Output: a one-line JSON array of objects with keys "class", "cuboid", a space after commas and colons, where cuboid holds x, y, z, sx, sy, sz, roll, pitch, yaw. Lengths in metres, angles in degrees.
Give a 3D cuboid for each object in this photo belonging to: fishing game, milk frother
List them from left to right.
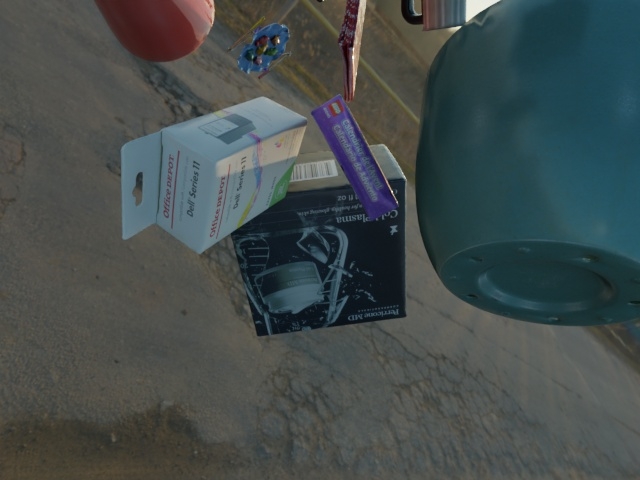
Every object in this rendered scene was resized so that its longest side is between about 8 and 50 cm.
[{"class": "fishing game", "cuboid": [-0.162, -0.562, 1.247, 0.041, 0.189, 0.264, 55, 8, 4]}, {"class": "milk frother", "cuboid": [0.234, -0.471, 0.780, 0.143, 0.134, 0.129, -23, 30, -28]}]

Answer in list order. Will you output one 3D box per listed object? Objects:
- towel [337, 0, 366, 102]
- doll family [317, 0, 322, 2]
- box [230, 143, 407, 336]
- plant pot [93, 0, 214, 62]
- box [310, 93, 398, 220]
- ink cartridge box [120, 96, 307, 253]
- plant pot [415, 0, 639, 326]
[{"class": "towel", "cuboid": [0.065, -0.429, 0.781, 0.199, 0.031, 0.274, 57, 40, -81]}, {"class": "doll family", "cuboid": [0.020, -0.836, 1.360, 0.076, 0.193, 0.111, 9, 89, -35]}, {"class": "box", "cuboid": [0.000, 0.000, 1.285, 0.297, 0.480, 0.471, -98, 180, -57]}, {"class": "plant pot", "cuboid": [-0.406, -0.589, 0.939, 0.275, 0.275, 0.243, 56, -1, 7]}, {"class": "box", "cuboid": [0.063, -0.170, 0.790, 0.201, 0.057, 0.293, 59, 12, -15]}, {"class": "ink cartridge box", "cuboid": [-0.184, -0.119, 0.777, 0.119, 0.207, 0.353, 32, 40, 13]}, {"class": "plant pot", "cuboid": [0.230, -0.054, 0.426, 0.293, 0.293, 0.235, 36, 60, -32]}]
